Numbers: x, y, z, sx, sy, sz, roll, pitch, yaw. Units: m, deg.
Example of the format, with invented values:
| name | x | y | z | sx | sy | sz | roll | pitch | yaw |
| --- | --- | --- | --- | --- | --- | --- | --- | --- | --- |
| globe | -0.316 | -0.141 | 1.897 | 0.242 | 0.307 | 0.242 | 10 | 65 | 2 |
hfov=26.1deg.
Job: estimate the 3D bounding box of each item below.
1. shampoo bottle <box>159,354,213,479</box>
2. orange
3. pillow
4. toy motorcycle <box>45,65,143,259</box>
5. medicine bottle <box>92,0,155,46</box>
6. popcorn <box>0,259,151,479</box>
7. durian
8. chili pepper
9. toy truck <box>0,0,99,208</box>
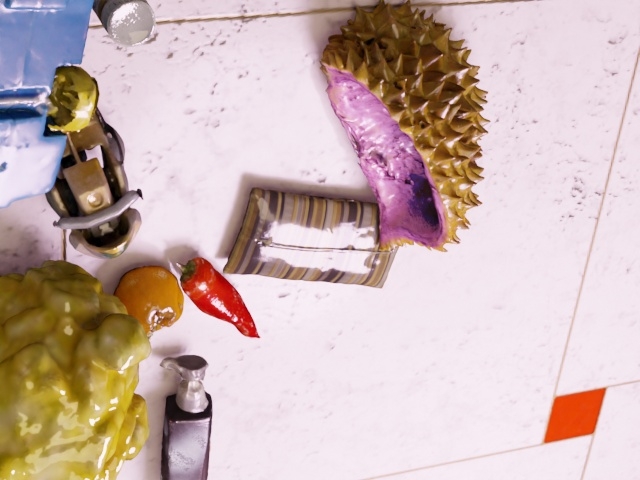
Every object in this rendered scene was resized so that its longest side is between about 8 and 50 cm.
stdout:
| name | x | y | z | sx | sy | sz | roll | pitch | yaw |
| --- | --- | --- | --- | --- | --- | --- | --- | --- | --- |
| shampoo bottle | -0.156 | 0.220 | 1.588 | 0.064 | 0.057 | 0.207 | -3 | 122 | -15 |
| orange | -0.184 | 0.069 | 1.466 | 0.086 | 0.062 | 0.086 | -11 | 123 | -18 |
| pillow | 0.000 | 0.000 | 1.522 | 0.203 | 0.038 | 0.113 | 5 | 120 | -28 |
| toy motorcycle | -0.225 | -0.073 | 1.303 | 0.094 | 0.130 | 0.229 | -21 | 128 | -10 |
| medicine bottle | -0.182 | -0.213 | 1.256 | 0.047 | 0.083 | 0.047 | -13 | 127 | -17 |
| popcorn | -0.270 | 0.152 | 1.381 | 0.235 | 0.242 | 0.250 | 30 | 93 | -29 |
| durian | 0.110 | -0.126 | 1.433 | 0.186 | 0.154 | 0.260 | -57 | 134 | -22 |
| chili pepper | -0.105 | 0.071 | 1.517 | 0.178 | 0.027 | 0.045 | 53 | 52 | -47 |
| toy truck | -0.266 | -0.220 | 1.125 | 0.161 | 0.162 | 0.384 | -11 | 123 | -49 |
